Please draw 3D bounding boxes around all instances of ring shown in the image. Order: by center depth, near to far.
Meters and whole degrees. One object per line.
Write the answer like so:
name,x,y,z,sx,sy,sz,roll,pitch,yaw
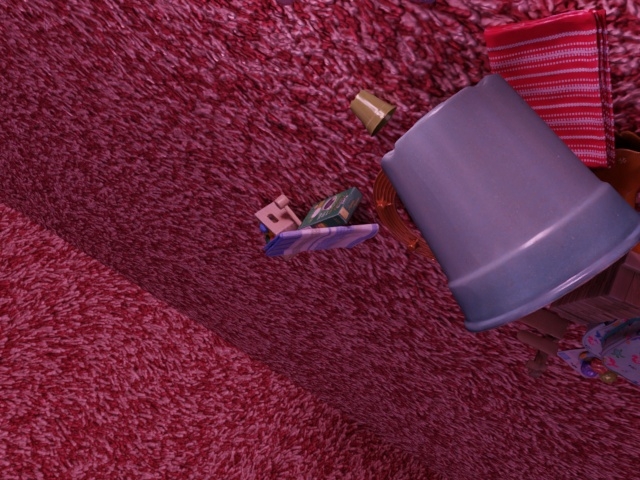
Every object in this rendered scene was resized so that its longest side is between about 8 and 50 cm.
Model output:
ring,0.265,-0.051,1.151,0.336,0.032,0.336,26,147,18

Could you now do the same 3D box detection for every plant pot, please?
plant pot,0.299,-0.076,0.867,0.334,0.341,0.341,55,146,5
plant pot,0.108,-0.280,1.081,0.079,0.083,0.083,43,148,6

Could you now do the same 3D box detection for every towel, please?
towel,0.391,-0.246,0.862,0.199,0.031,0.275,14,136,48
towel,0.000,0.000,1.382,0.285,0.034,0.209,-5,169,-21

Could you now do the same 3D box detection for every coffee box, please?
coffee box,0.025,-0.075,1.378,0.040,0.113,0.184,46,143,-20

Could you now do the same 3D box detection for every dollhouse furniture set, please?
dollhouse furniture set,0.583,0.279,1.395,0.123,0.144,0.151,25,161,19

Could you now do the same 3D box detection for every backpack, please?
backpack,0.739,0.219,1.141,0.225,0.191,0.253,30,152,0

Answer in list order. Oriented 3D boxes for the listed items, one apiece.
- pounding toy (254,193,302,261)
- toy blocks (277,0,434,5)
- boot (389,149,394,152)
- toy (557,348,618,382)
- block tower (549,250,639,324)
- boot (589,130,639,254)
pounding toy,-0.118,-0.039,1.490,0.181,0.094,0.206,41,159,40
toy blocks,0.081,-0.491,0.734,0.288,0.309,0.260,17,179,41
boot,0.266,-0.143,1.130,0.213,0.077,0.165,3,135,37
toy,0.787,0.350,1.381,0.137,0.056,0.237,40,146,-10
block tower,0.600,0.114,1.070,0.091,0.097,0.335,25,169,10
boot,0.563,-0.087,0.939,0.295,0.104,0.211,31,148,8
